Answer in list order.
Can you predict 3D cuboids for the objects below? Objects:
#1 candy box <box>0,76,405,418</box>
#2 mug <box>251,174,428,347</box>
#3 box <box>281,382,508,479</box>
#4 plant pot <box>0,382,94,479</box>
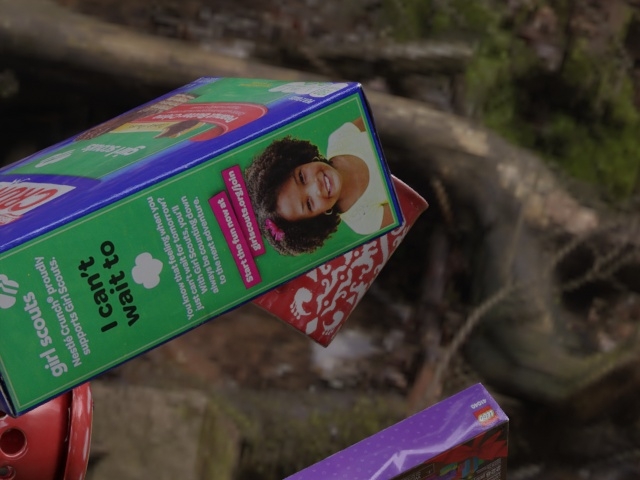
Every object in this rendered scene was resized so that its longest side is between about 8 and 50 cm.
[{"bbox_3d":[-0.145,-0.009,1.225,0.317,0.122,0.268,-28,18,-23],"label":"candy box"},{"bbox_3d":[-0.002,-0.001,1.595,0.150,0.169,0.113,33,-3,-28],"label":"mug"},{"bbox_3d":[0.049,0.276,1.666,0.293,0.201,0.057,-25,53,-15],"label":"box"},{"bbox_3d":[-0.371,0.237,2.043,0.174,0.191,0.191,8,28,-13],"label":"plant pot"}]
